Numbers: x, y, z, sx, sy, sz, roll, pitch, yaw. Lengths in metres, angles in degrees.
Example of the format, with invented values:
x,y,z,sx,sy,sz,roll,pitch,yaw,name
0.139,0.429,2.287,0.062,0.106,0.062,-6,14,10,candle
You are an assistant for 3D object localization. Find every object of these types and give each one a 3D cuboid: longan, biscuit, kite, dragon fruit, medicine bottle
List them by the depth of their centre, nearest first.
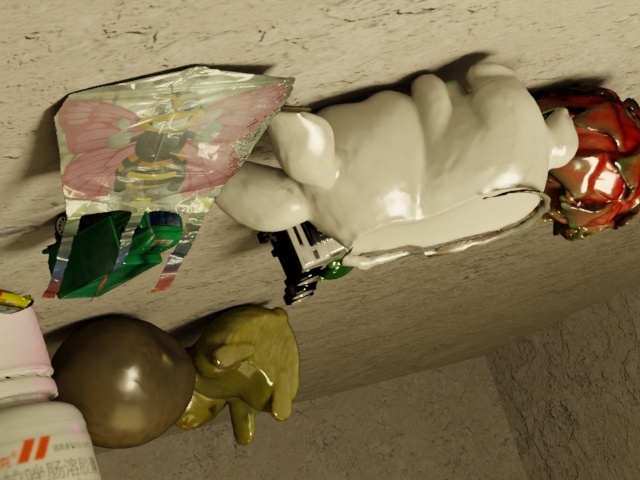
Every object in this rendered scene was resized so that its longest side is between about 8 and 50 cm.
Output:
x,y,z,sx,sy,sz,roll,pitch,yaw,name
-0.154,-0.037,1.317,0.204,0.022,0.360,-7,150,-23,kite
-0.392,0.060,1.610,0.048,0.026,0.292,-16,169,12,biscuit
0.281,-0.086,1.613,0.188,0.182,0.182,-32,180,-38,dragon fruit
-0.402,0.259,1.788,0.256,0.325,0.256,-16,168,-3,medicine bottle
-0.275,0.195,2.039,0.198,0.198,0.212,-21,168,14,longan

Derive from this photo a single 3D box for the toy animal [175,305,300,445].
x,y,z,sx,sy,sz,roll,pitch,yaw,name
-0.183,0.232,2.343,0.181,0.180,0.363,32,135,-26,toy animal

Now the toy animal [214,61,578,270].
x,y,z,sx,sy,sz,roll,pitch,yaw,name
0.073,-0.071,1.396,0.325,0.154,0.208,-2,151,-29,toy animal

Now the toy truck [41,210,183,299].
x,y,z,sx,sy,sz,roll,pitch,yaw,name
-0.202,-0.004,1.469,0.147,0.079,0.065,-28,165,32,toy truck

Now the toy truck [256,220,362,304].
x,y,z,sx,sy,sz,roll,pitch,yaw,name
0.000,0.000,1.757,0.125,0.101,0.242,-21,172,-7,toy truck
